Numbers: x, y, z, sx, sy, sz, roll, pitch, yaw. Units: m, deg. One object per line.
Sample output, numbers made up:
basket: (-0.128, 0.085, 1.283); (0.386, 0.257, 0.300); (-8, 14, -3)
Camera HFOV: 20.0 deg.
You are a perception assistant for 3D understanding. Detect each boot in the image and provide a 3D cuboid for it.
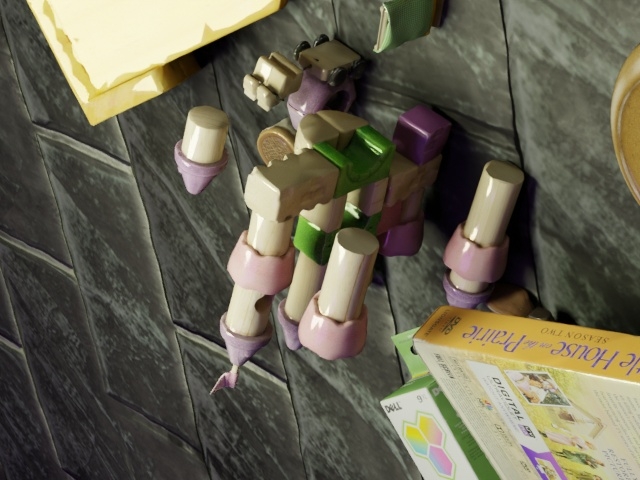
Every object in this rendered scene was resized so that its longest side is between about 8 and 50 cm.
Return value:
boot: (0.216, 0.098, 1.889); (0.118, 0.042, 0.087); (31, 149, 50)

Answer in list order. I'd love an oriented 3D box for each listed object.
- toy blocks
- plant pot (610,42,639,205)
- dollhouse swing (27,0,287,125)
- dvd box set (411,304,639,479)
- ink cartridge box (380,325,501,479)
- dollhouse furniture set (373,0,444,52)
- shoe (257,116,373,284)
toy blocks: (0.000, 0.000, 1.854); (0.309, 0.289, 0.260); (38, 133, 28)
plant pot: (0.336, -0.071, 1.571); (0.236, 0.032, 0.236); (35, 141, 35)
dollhouse swing: (-0.192, -0.359, 2.063); (0.347, 0.305, 0.315); (63, -169, -8)
dvd box set: (0.305, 0.204, 1.668); (0.420, 0.062, 0.307); (7, 139, 52)
ink cartridge box: (0.138, 0.204, 2.070); (0.209, 0.062, 0.109); (61, 150, -2)
dollhouse furniture set: (0.105, -0.233, 1.723); (0.058, 0.076, 0.151); (42, 145, 28)
shoe: (0.006, -0.043, 2.063); (0.076, 0.058, 0.219); (-18, 106, 39)
